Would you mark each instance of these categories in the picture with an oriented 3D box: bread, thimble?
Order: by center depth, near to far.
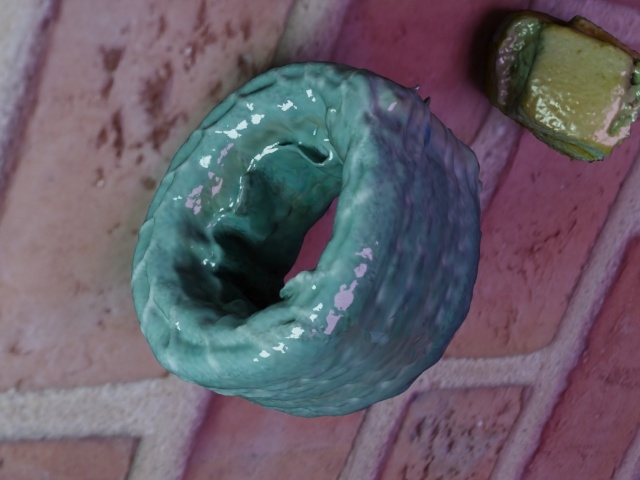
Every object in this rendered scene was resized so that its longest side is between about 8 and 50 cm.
[{"bbox_3d":[0.000,0.000,0.803,0.235,0.198,0.143,-51,139,9],"label":"thimble"},{"bbox_3d":[0.172,-0.124,0.944,0.110,0.156,0.103,21,97,-12],"label":"bread"}]
